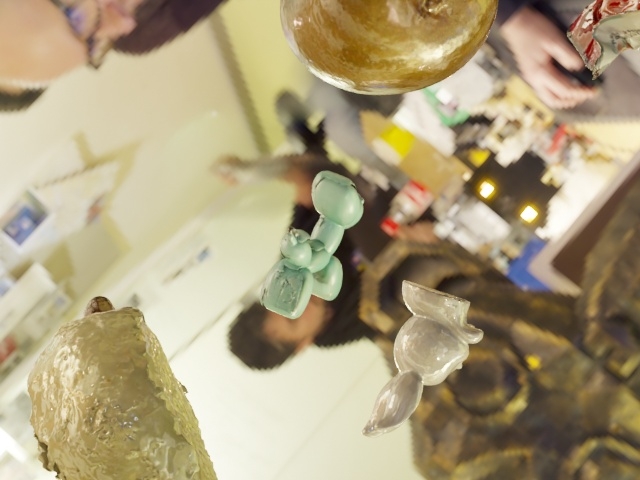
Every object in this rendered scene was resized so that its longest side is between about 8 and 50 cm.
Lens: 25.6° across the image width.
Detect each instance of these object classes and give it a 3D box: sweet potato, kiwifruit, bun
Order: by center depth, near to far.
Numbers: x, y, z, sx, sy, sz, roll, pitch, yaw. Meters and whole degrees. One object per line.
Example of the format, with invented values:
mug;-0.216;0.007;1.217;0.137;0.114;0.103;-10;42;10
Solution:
kiwifruit;0.059;-0.233;1.334;0.196;0.196;0.234;45;175;-16
bun;-0.193;0.194;1.352;0.259;0.152;0.259;157;90;-88
sweet potato;-0.272;0.104;1.756;0.049;0.049;0.117;46;180;-18

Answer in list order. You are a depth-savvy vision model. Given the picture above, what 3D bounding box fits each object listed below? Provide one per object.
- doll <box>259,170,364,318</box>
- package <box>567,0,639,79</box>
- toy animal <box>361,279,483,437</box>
doll;0.000;0.000;1.595;0.059;0.159;0.158;25;118;23
package;0.350;-0.277;1.596;0.071;0.194;0.269;45;-152;-19
toy animal;0.141;0.175;1.909;0.131;0.220;0.104;19;176;-23
